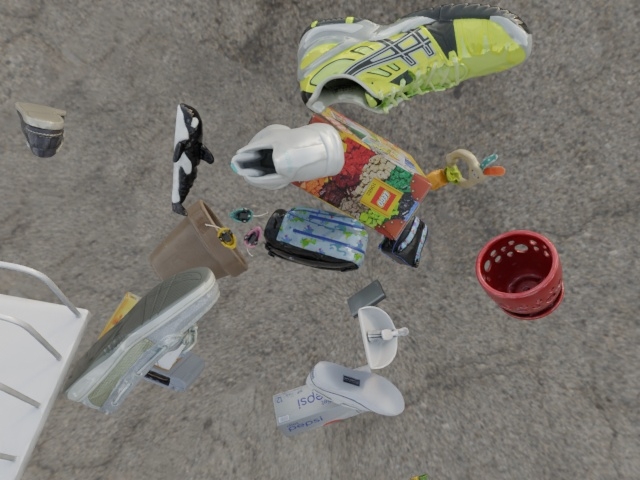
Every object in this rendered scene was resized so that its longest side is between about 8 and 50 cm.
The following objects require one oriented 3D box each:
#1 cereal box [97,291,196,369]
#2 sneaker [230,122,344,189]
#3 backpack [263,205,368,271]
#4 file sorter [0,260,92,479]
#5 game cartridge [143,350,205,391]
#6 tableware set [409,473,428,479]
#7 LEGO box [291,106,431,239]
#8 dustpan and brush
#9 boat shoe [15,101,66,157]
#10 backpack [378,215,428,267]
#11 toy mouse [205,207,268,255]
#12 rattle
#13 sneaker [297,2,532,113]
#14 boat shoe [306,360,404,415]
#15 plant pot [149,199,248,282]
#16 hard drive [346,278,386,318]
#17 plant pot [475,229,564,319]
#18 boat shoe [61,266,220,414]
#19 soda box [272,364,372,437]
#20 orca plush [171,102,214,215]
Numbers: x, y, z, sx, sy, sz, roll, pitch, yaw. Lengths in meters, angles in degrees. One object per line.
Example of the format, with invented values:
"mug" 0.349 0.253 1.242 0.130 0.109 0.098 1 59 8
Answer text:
"cereal box" -0.534 0.285 1.389 0.240 0.047 0.173 31 97 -26
"sneaker" -0.067 -0.094 0.524 0.094 0.212 0.080 -22 102 -28
"backpack" 0.000 0.000 1.679 0.355 0.290 0.274 26 75 12
"file sorter" -0.444 0.167 0.527 0.192 0.173 0.278 11 58 -3
"game cartridge" -0.566 0.418 1.560 0.296 0.198 0.062 20 106 4
"tableware set" 0.201 0.634 1.162 0.154 0.104 0.024 -38 60 35
"LEGO box" 0.111 -0.242 1.421 0.372 0.500 0.193 28 110 -7
"dustpan and brush" 0.171 0.238 1.134 0.060 0.211 0.148 -17 75 23
"boat shoe" -0.472 -0.190 0.754 0.075 0.206 0.065 2 110 -34
"backpack" 0.319 -0.006 1.677 0.158 0.116 0.174 31 80 -34
"toy mouse" -0.197 -0.035 1.160 0.143 0.031 0.161 -40 124 -7
"rattle" 0.425 -0.203 1.344 0.142 0.199 0.130 -7 110 -25
"sneaker" 0.144 -0.284 0.751 0.384 0.145 0.147 2 76 21
"boat shoe" 0.087 0.383 1.141 0.258 0.084 0.095 26 46 -6
"plant pot" -0.385 0.043 1.372 0.229 0.263 0.263 -34 81 -6
"hard drive" 0.160 0.203 1.559 0.135 0.094 0.022 -36 119 10
"plant pot" 0.508 0.098 1.121 0.191 0.174 0.191 -23 43 23
"boat shoe" -0.272 0.164 0.716 0.320 0.118 0.103 -41 115 9
"soda box" 0.019 0.447 1.241 0.286 0.098 0.091 -18 47 -1
"orca plush" -0.334 -0.206 1.183 0.102 0.151 0.288 6 98 -14
